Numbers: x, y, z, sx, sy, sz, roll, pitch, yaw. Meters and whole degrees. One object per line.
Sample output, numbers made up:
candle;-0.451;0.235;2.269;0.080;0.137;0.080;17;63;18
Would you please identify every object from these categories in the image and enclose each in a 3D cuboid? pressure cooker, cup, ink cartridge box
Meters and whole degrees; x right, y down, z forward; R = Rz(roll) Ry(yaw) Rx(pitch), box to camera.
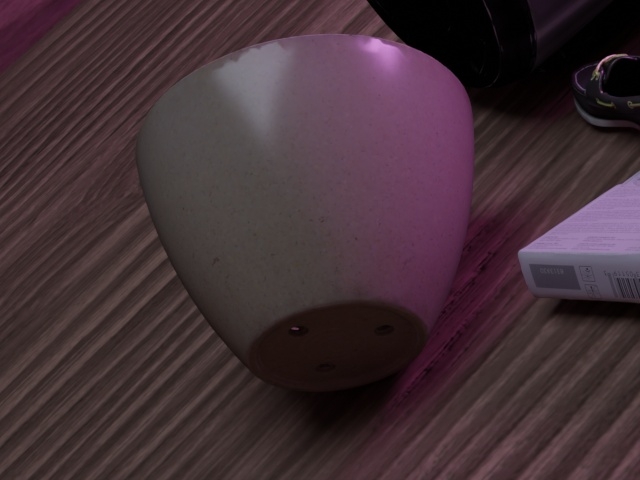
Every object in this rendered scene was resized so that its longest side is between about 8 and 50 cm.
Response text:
pressure cooker;0.239;-0.415;1.973;0.420;0.375;0.370;-39;66;-12
cup;0.000;0.000;1.709;0.331;0.331;0.237;-25;54;23
ink cartridge box;0.314;-0.016;1.618;0.224;0.056;0.181;-30;18;-34

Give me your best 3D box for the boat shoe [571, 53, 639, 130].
boat shoe;0.311;-0.152;1.803;0.081;0.069;0.228;-35;25;-10
